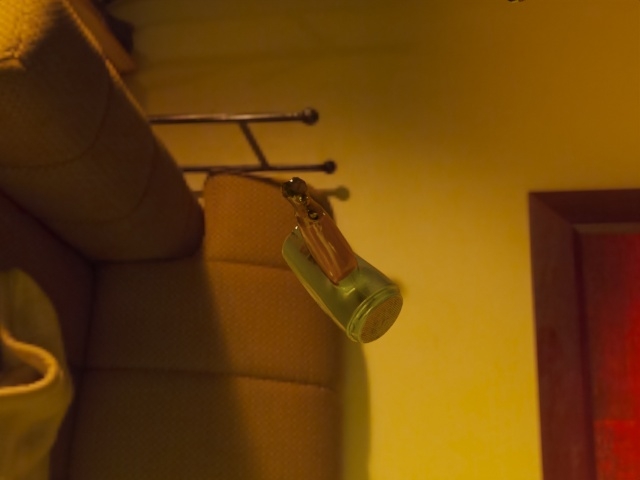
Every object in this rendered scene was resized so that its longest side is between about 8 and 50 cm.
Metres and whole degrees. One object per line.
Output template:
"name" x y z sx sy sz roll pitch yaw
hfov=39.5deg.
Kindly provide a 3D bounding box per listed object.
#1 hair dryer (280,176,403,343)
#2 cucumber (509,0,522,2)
"hair dryer" 0.004 0.002 0.642 0.106 0.054 0.154 44 -14 31
"cucumber" 0.233 -0.277 0.859 0.184 0.033 0.036 -28 -101 67
